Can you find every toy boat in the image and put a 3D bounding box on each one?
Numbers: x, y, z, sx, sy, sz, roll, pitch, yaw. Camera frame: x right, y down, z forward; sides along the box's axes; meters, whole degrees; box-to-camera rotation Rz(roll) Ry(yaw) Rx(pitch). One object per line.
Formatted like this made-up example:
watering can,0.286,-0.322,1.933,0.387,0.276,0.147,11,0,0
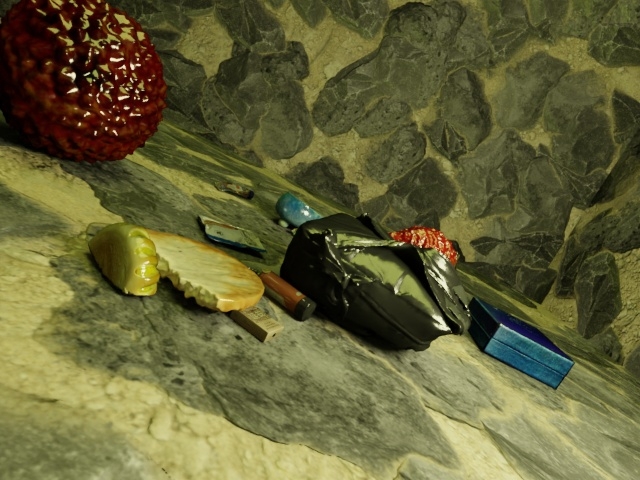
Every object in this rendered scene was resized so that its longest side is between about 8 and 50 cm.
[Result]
toy boat,-0.062,-0.074,1.632,0.215,0.123,0.330,39,5,25

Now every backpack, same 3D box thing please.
backpack,0.142,0.093,0.996,0.446,0.254,0.363,32,19,11

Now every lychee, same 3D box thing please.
lychee,-0.619,-0.427,1.112,0.425,0.424,0.499,22,34,-21

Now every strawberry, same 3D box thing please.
strawberry,0.295,0.083,1.358,0.258,0.260,0.261,-7,32,-37

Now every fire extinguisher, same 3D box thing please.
fire extinguisher,-0.091,0.106,0.902,0.177,0.050,0.062,32,11,26

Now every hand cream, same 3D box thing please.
hand cream,-0.343,-0.202,1.677,0.163,0.039,0.062,13,34,-41

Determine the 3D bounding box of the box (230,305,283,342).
box,-0.114,0.146,0.750,0.083,0.024,0.053,33,14,20

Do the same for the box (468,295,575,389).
box,0.635,0.323,1.384,0.262,0.116,0.279,26,10,0

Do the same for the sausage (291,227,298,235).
sausage,0.000,0.000,1.564,0.269,0.032,0.033,18,15,-35

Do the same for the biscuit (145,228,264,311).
biscuit,-0.226,0.057,0.817,0.309,0.040,0.205,29,11,33

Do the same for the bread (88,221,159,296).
bread,-0.320,0.019,0.699,0.157,0.094,0.083,25,14,32

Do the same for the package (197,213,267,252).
package,-0.243,-0.017,1.144,0.171,0.027,0.173,19,11,-32
